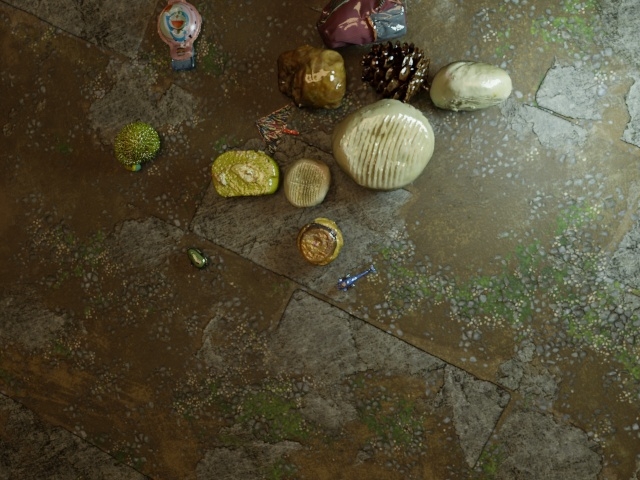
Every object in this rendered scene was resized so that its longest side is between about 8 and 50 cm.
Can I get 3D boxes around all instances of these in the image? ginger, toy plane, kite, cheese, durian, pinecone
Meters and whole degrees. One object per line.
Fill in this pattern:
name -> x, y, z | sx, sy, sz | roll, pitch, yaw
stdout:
ginger -> -0.020, -0.615, 1.871 | 0.223, 0.200, 0.269 | -14, 46, -22
toy plane -> 0.132, 0.148, 1.936 | 0.167, 0.062, 0.054 | -28, 87, -2
kite -> -0.173, -0.450, 1.988 | 0.189, 0.009, 0.232 | 19, 94, 8
cheese -> -0.559, -0.824, 2.004 | 0.189, 0.074, 0.285 | -4, 92, 10
durian -> -0.742, -0.386, 2.004 | 0.198, 0.146, 0.159 | -38, 85, 5
pinecone -> 0.278, -0.613, 1.815 | 0.273, 0.224, 0.224 | 34, 96, 14

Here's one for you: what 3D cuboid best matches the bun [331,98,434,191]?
bun -> 0.225, -0.338, 1.826 | 0.363, 0.234, 0.325 | -12, 100, 2

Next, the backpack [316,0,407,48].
backpack -> 0.136, -0.828, 1.828 | 0.318, 0.197, 0.283 | -14, 51, 11

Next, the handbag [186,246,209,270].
handbag -> -0.502, 0.070, 2.031 | 0.072, 0.047, 0.111 | -43, 88, 6

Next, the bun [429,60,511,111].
bun -> 0.520, -0.543, 1.754 | 0.273, 0.273, 0.168 | 3, 95, 8

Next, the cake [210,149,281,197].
cake -> -0.283, -0.258, 1.943 | 0.261, 0.156, 0.178 | -3, 97, 7

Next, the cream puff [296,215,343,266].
cream puff -> 0.000, 0.000, 1.916 | 0.189, 0.129, 0.188 | 2, 100, 12

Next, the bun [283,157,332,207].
bun -> -0.047, -0.219, 1.921 | 0.179, 0.128, 0.192 | 15, 105, 8
